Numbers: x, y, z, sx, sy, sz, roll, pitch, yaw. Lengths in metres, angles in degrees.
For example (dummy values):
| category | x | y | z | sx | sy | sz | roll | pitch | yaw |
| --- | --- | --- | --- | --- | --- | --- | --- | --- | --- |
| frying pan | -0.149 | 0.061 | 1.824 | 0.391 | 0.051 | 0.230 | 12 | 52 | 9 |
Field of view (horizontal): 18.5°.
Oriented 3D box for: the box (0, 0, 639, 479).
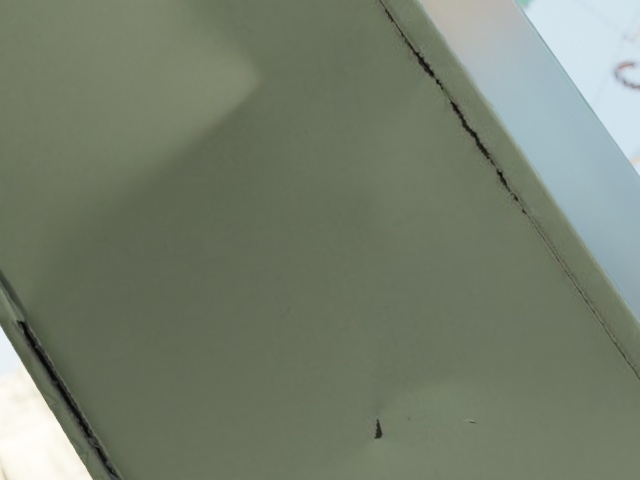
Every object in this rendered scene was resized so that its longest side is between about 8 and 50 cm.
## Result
| category | x | y | z | sx | sy | sz | roll | pitch | yaw |
| --- | --- | --- | --- | --- | --- | --- | --- | --- | --- |
| box | 0.000 | 0.000 | 0.471 | 0.129 | 0.086 | 0.225 | -38 | -102 | 21 |
